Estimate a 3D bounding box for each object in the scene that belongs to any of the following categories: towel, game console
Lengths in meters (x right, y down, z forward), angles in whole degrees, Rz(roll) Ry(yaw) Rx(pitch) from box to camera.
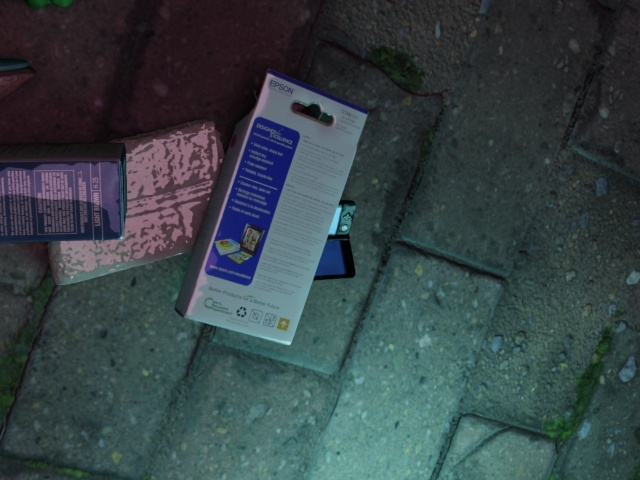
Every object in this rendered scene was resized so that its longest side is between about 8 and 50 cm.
[{"bbox_3d":[-0.262,-0.059,1.300,0.282,0.049,0.187,-15,105,-18],"label":"towel"},{"bbox_3d":[0.000,0.000,1.401,0.122,0.071,0.107,-3,129,-22],"label":"game console"}]

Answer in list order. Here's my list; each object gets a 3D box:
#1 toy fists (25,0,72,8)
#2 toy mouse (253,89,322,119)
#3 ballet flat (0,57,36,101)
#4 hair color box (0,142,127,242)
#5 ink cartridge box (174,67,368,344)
[{"bbox_3d":[-0.416,-0.380,1.145,0.279,0.096,0.142,8,99,-25],"label":"toy fists"},{"bbox_3d":[-0.036,-0.171,1.376,0.143,0.031,0.161,-31,110,-14],"label":"toy mouse"},{"bbox_3d":[-0.522,-0.177,1.148,0.316,0.107,0.106,-3,111,-13],"label":"ballet flat"},{"bbox_3d":[-0.421,-0.062,1.132,0.347,0.174,0.105,-1,103,-10],"label":"hair color box"},{"bbox_3d":[-0.070,-0.045,1.321,0.175,0.069,0.371,19,93,-26],"label":"ink cartridge box"}]
